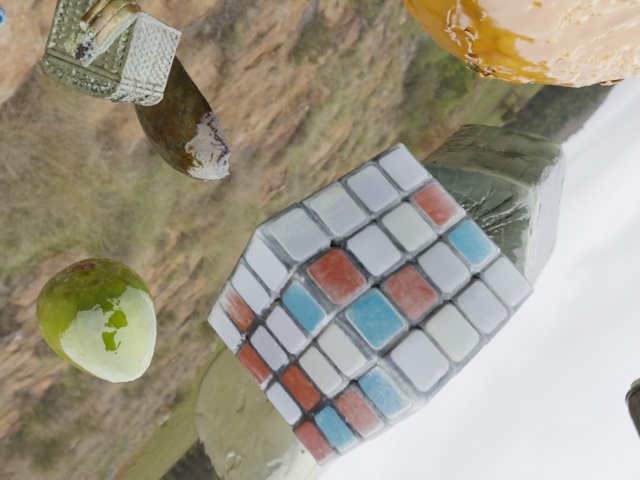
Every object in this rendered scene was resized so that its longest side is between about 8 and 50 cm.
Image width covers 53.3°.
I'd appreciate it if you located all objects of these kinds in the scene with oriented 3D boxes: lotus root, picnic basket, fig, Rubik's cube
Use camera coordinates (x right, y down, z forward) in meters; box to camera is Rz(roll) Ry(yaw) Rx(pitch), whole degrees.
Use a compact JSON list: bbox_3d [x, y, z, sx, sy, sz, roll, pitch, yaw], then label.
[{"bbox_3d":[-0.341,-0.280,1.511,0.142,0.314,0.210,-29,162,-18],"label":"lotus root"},{"bbox_3d":[-0.330,-0.298,1.022,0.196,0.134,0.154,-61,173,-79],"label":"picnic basket"},{"bbox_3d":[-0.516,0.198,1.527,0.258,0.326,0.258,-13,-147,8],"label":"fig"},{"bbox_3d":[0.051,0.080,0.792,0.259,0.253,0.256,-35,168,-37],"label":"Rubik's cube"}]

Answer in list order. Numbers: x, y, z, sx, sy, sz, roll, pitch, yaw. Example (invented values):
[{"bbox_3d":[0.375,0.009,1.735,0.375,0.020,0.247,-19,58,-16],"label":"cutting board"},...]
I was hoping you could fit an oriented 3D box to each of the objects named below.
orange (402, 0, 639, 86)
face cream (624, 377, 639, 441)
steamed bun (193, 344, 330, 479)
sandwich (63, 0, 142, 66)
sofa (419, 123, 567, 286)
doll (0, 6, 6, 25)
[{"bbox_3d":[0.198,-0.281,0.438,0.341,0.293,0.340,-8,163,-3],"label":"orange"},{"bbox_3d":[0.520,0.310,0.947,0.073,0.073,0.283,-40,-162,24],"label":"face cream"},{"bbox_3d":[-0.058,0.310,1.200,0.312,0.334,0.233,-45,133,13],"label":"steamed bun"},{"bbox_3d":[-0.241,-0.232,0.698,0.093,0.036,0.105,-43,-160,6],"label":"sandwich"},{"bbox_3d":[0.252,-0.037,0.957,0.210,0.176,0.225,-42,137,-45],"label":"sofa"},{"bbox_3d":[-0.670,-0.395,1.011,0.314,0.141,0.177,8,122,-31],"label":"doll"}]
